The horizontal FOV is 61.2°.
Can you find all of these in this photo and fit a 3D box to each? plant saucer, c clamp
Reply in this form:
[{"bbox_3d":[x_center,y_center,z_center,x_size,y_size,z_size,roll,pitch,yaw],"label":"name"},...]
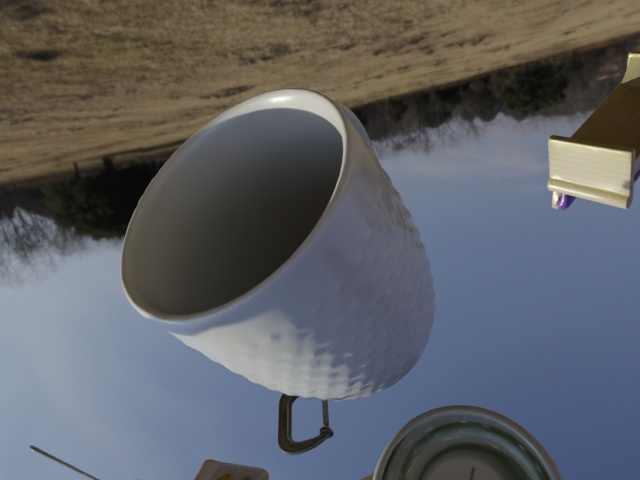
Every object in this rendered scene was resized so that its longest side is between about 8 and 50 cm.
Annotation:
[{"bbox_3d":[0.310,0.561,1.143,0.399,0.401,0.101,-10,151,11],"label":"plant saucer"},{"bbox_3d":[-0.011,0.279,0.902,0.137,0.022,0.161,-14,-145,14],"label":"c clamp"}]

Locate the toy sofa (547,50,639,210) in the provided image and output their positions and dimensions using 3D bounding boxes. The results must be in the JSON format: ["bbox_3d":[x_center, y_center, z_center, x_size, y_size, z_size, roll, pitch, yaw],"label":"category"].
[{"bbox_3d":[0.592,-0.200,1.036,0.362,0.177,0.150,-41,-138,-25],"label":"toy sofa"}]

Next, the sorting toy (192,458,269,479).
[{"bbox_3d":[-0.212,0.565,1.138,0.038,0.193,0.208,23,168,41],"label":"sorting toy"}]

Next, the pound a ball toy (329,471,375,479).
[{"bbox_3d":[0.066,0.633,1.325,0.318,0.136,0.208,-8,-143,-30],"label":"pound a ball toy"}]

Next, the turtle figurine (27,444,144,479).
[{"bbox_3d":[-0.207,0.387,0.604,0.266,0.275,0.198,-9,-137,32],"label":"turtle figurine"}]

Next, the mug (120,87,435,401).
[{"bbox_3d":[0.000,0.000,0.654,0.276,0.328,0.375,-6,-126,32],"label":"mug"}]
